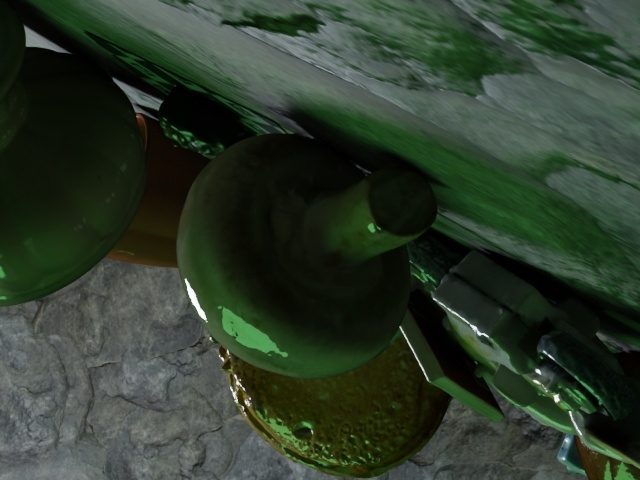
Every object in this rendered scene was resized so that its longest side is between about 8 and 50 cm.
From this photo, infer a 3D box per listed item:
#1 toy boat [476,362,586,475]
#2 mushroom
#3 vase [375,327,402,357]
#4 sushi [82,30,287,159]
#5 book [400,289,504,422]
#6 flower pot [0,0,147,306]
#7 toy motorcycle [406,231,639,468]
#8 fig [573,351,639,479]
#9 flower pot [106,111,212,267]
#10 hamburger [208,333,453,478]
[{"bbox_3d":[0.264,0.175,1.554,0.332,0.133,0.145,28,177,21],"label":"toy boat"},{"bbox_3d":[0.000,0.000,1.099,0.207,0.207,0.215,31,143,-24],"label":"mushroom"},{"bbox_3d":[0.003,0.047,1.509,0.165,0.165,0.360,28,179,14],"label":"vase"},{"bbox_3d":[-0.103,-0.098,1.338,0.231,0.047,0.219,28,175,26],"label":"sushi"},{"bbox_3d":[0.099,0.068,1.402,0.162,0.022,0.232,37,-159,-55],"label":"book"},{"bbox_3d":[-0.351,-0.109,1.437,0.307,0.307,0.244,27,159,32],"label":"flower pot"},{"bbox_3d":[0.194,0.102,1.274,0.223,0.108,0.340,46,175,-33],"label":"toy motorcycle"},{"bbox_3d":[0.326,0.209,1.372,0.149,0.202,0.148,-6,-173,6],"label":"fig"},{"bbox_3d":[-0.182,-0.045,1.711,0.173,0.191,0.190,20,-179,-28],"label":"flower pot"},{"bbox_3d":[0.024,0.150,1.798,0.314,0.290,0.170,30,173,14],"label":"hamburger"}]
